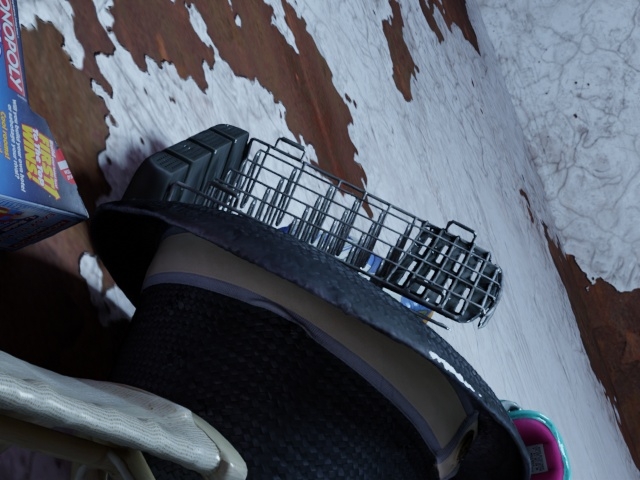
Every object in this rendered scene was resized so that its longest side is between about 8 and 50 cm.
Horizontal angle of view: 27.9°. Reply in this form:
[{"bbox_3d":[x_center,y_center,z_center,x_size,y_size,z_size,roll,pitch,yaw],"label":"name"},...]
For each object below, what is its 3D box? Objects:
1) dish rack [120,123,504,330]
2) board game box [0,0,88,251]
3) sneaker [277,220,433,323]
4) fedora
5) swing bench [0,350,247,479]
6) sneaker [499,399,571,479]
[{"bbox_3d":[0.000,0.000,0.942,0.271,0.074,0.208,25,19,7],"label":"dish rack"},{"bbox_3d":[-0.211,-0.078,0.709,0.194,0.060,0.194,40,33,-57],"label":"board game box"},{"bbox_3d":[-0.023,0.047,1.079,0.131,0.112,0.296,46,16,23],"label":"sneaker"},{"bbox_3d":[-0.040,0.120,0.760,0.152,0.334,0.334,-57,135,-20],"label":"fedora"},{"bbox_3d":[-0.139,0.137,0.500,0.253,0.165,0.254,35,37,-59],"label":"swing bench"},{"bbox_3d":[0.147,0.218,1.199,0.295,0.178,0.123,3,66,-71],"label":"sneaker"}]
